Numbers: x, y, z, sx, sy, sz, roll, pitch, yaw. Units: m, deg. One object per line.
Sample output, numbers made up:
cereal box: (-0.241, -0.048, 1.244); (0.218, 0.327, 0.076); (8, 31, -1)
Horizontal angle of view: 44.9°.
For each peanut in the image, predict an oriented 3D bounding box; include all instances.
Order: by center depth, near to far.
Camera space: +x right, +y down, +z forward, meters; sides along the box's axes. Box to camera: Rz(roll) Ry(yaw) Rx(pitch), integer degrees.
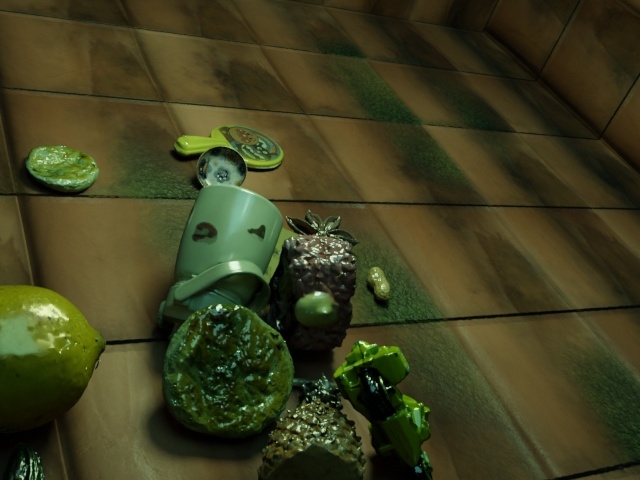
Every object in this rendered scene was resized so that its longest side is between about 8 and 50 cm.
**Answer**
peanut: (0.153, 0.116, 2.036); (0.054, 0.053, 0.113); (4, 39, -25)

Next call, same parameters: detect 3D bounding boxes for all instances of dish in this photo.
dish: (-0.281, -0.189, 2.182); (0.141, 0.078, 0.141); (2, 80, -12)

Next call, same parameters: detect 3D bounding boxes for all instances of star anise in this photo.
star anise: (0.013, -0.003, 2.094); (0.197, 0.073, 0.212); (2, 43, -22)

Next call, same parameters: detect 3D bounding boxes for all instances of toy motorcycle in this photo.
toy motorcycle: (0.145, 0.344, 1.549); (0.142, 0.342, 0.206); (-29, 31, -2)

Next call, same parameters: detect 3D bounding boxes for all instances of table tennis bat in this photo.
table tennis bat: (-0.273, -0.286, 2.330); (0.369, 0.054, 0.224); (-6, 43, -40)

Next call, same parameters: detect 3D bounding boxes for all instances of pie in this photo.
pie: (-0.178, 0.263, 1.533); (0.277, 0.078, 0.276); (6, 74, -20)
pie: (-0.662, -0.186, 1.985); (0.187, 0.041, 0.186); (15, 35, -11)

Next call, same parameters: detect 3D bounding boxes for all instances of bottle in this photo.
bottle: (-0.218, 0.071, 1.686); (0.229, 0.229, 0.351); (20, 65, -5)

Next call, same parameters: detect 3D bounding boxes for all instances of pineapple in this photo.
pineapple: (-0.013, 0.388, 1.492); (0.202, 0.202, 0.362); (20, 16, -5)

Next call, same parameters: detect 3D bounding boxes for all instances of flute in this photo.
flute: (0.039, 0.324, 1.714); (0.233, 0.027, 0.027); (9, 37, -19)

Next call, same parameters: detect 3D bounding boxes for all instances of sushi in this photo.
sushi: (-0.020, 0.116, 1.747); (0.171, 0.270, 0.236); (6, 25, -17)

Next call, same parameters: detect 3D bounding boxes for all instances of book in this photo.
book: (-0.080, 0.050, 1.914); (0.192, 0.013, 0.167); (25, 54, -33)

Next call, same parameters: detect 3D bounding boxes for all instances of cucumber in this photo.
cucumber: (-0.477, 0.440, 1.229); (0.077, 0.077, 0.265); (10, 35, -17)

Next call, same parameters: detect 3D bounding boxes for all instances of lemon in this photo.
lemon: (-0.535, 0.204, 1.351); (0.310, 0.257, 0.258); (-2, 42, -23)
